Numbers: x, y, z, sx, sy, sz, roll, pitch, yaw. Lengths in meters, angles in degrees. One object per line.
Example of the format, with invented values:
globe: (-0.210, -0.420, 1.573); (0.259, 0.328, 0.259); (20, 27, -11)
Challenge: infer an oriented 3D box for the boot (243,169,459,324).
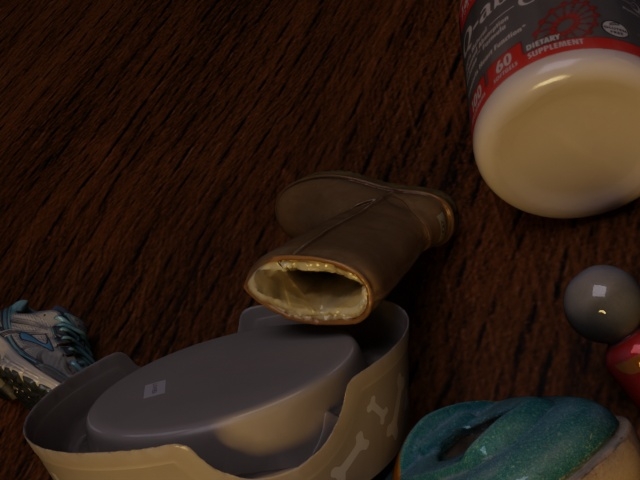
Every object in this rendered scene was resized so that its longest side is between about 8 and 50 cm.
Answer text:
boot: (0.000, 0.000, 1.023); (0.236, 0.089, 0.269); (0, 17, 28)

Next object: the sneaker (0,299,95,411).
sneaker: (-0.314, 0.133, 1.146); (0.283, 0.110, 0.122); (18, 55, 40)

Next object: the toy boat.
toy boat: (0.169, 0.147, 0.788); (0.318, 0.148, 0.267); (-31, -3, -28)

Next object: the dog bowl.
dog bowl: (-0.079, 0.155, 0.887); (0.348, 0.102, 0.349); (-14, 10, 3)

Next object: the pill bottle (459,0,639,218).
pill bottle: (0.262, -0.216, 1.100); (0.210, 0.210, 0.363); (-14, 42, 16)
